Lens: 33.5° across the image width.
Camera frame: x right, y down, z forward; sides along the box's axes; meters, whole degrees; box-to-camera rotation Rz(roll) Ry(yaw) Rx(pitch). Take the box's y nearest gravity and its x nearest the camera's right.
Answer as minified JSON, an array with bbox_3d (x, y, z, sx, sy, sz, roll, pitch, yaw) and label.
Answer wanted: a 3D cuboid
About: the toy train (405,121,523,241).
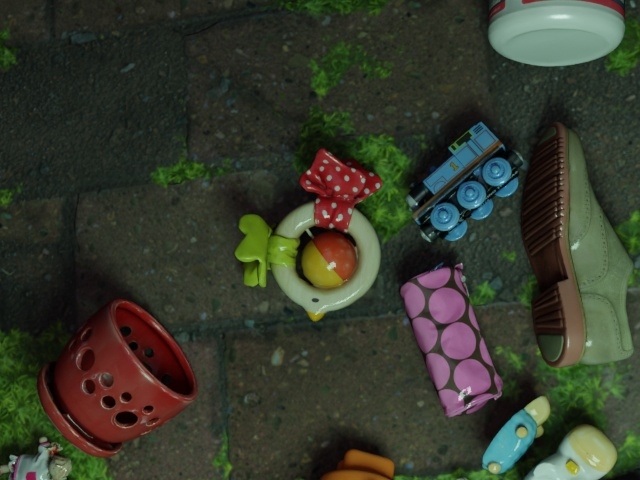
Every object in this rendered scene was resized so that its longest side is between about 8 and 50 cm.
[{"bbox_3d":[0.205,-0.081,1.542,0.184,0.080,0.105,-41,64,5],"label":"toy train"}]

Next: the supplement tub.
[{"bbox_3d":[0.335,-0.403,1.511,0.191,0.191,0.272,1,80,13],"label":"supplement tub"}]

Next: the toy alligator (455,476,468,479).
[{"bbox_3d":[0.271,0.377,1.452,0.189,0.056,0.051,41,50,16],"label":"toy alligator"}]

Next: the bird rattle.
[{"bbox_3d":[0.000,0.000,1.574,0.253,0.143,0.207,-36,85,-9],"label":"bird rattle"}]

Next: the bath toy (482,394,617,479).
[{"bbox_3d":[0.375,0.364,1.388,0.151,0.129,0.348,-46,71,10],"label":"bath toy"}]

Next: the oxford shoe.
[{"bbox_3d":[0.364,0.006,1.486,0.130,0.123,0.348,2,77,-13],"label":"oxford shoe"}]

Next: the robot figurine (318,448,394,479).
[{"bbox_3d":[0.046,0.398,1.440,0.158,0.128,0.219,-17,46,35],"label":"robot figurine"}]

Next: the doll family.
[{"bbox_3d":[-0.405,0.432,1.580,0.163,0.118,0.263,-11,59,17],"label":"doll family"}]

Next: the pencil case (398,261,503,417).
[{"bbox_3d":[0.187,0.139,1.498,0.098,0.095,0.209,-17,78,-7],"label":"pencil case"}]

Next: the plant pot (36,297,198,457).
[{"bbox_3d":[-0.301,0.207,1.544,0.174,0.191,0.191,-39,74,6],"label":"plant pot"}]
